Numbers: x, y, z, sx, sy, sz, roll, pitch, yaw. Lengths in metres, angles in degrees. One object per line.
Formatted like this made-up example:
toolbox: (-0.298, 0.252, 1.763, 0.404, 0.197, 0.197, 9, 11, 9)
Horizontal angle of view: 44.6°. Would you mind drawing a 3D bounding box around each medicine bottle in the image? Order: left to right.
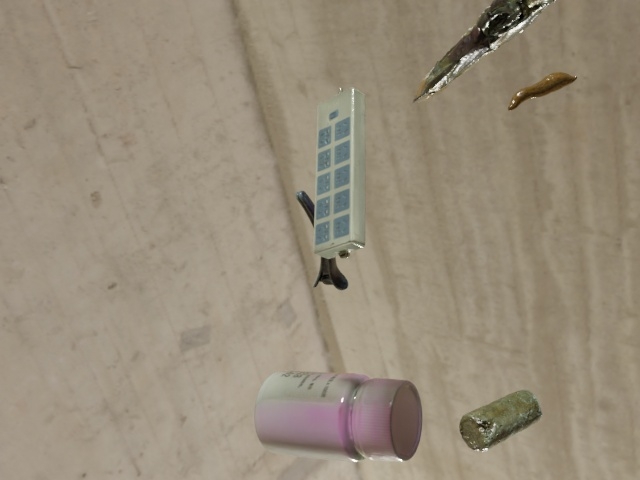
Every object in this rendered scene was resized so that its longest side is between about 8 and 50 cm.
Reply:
medicine bottle: (0.044, 0.441, 1.963, 0.219, 0.388, 0.219, 12, -105, -58)

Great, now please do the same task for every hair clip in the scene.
hair clip: (0.000, 0.000, 1.677, 0.048, 0.083, 0.275, -62, -30, -43)

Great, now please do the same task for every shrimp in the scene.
shrimp: (0.304, -0.381, 1.429, 0.085, 0.445, 0.272, 49, -121, -3)

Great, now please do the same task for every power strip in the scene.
power strip: (0.038, -0.141, 1.527, 0.043, 0.106, 0.367, 22, -120, -41)

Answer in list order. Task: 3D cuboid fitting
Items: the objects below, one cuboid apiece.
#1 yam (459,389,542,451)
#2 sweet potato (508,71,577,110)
yam: (0.343, 0.336, 1.465, 0.179, 0.078, 0.078, -13, -71, -34)
sweet potato: (0.294, -0.203, 1.037, 0.115, 0.026, 0.026, -23, -60, -15)
